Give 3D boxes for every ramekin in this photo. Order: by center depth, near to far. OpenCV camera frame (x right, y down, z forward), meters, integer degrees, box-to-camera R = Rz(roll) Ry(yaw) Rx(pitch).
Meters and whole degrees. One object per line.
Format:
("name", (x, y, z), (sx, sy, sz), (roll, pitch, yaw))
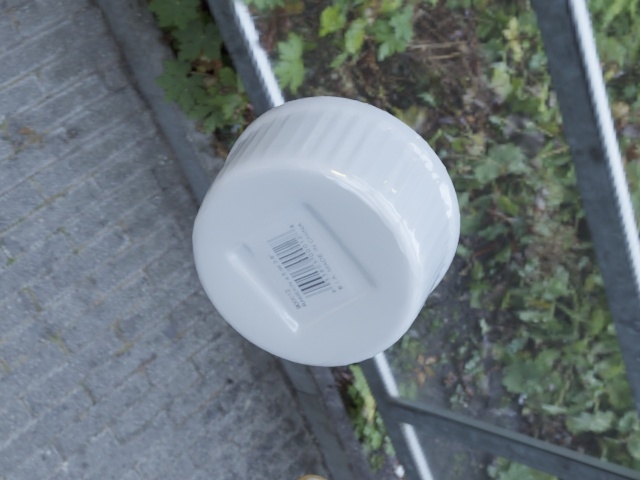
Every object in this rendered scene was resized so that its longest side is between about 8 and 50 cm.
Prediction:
("ramekin", (0.000, 0.000, 0.942), (0.277, 0.277, 0.135), (69, 26, -23))

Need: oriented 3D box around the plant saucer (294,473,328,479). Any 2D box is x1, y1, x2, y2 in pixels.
("plant saucer", (-0.007, 0.333, 1.106), (0.083, 0.015, 0.083), (11, 63, -22))
